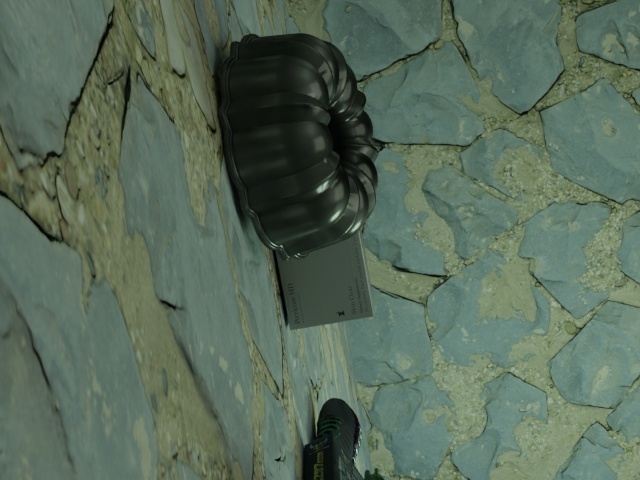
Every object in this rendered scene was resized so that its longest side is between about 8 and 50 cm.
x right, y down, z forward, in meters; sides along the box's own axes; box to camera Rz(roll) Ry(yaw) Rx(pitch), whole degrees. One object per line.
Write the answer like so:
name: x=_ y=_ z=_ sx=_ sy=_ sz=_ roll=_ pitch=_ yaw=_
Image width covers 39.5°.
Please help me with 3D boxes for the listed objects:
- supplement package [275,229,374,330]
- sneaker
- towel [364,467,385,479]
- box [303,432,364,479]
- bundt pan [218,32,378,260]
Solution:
supplement package: x=0.000 y=0.000 z=1.538 sx=0.204 sy=0.145 sz=0.262 roll=-64 pitch=143 yaw=-83
sneaker: x=0.026 y=0.347 z=1.567 sx=0.224 sy=0.083 sz=0.098 roll=-93 pitch=168 yaw=-52
towel: x=0.106 y=0.616 z=1.704 sx=0.248 sy=0.038 sz=0.325 roll=116 pitch=-23 yaw=-83
box: x=0.052 y=0.443 z=1.383 sx=0.233 sy=0.059 sz=0.183 roll=59 pitch=13 yaw=-21
bundt pan: x=-0.011 y=-0.141 z=1.252 sx=0.331 sy=0.124 sz=0.331 roll=-10 pitch=90 yaw=-68
